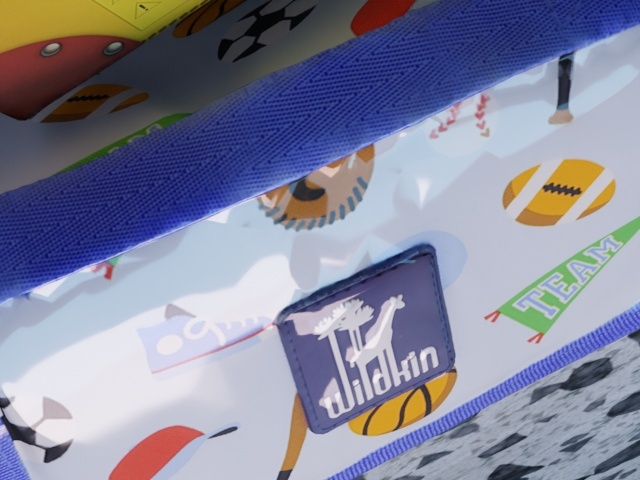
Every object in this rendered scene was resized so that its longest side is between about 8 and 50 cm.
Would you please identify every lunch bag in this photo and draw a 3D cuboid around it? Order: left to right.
[{"bbox_3d":[-0.017,-0.011,0.863,0.328,0.239,0.385,-25,175,-6],"label":"lunch bag"}]

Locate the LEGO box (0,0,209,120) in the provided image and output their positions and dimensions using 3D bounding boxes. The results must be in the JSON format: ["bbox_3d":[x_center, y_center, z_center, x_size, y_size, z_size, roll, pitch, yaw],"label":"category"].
[{"bbox_3d":[-0.019,-0.279,0.523,0.500,0.193,0.372,-31,157,14],"label":"LEGO box"}]
